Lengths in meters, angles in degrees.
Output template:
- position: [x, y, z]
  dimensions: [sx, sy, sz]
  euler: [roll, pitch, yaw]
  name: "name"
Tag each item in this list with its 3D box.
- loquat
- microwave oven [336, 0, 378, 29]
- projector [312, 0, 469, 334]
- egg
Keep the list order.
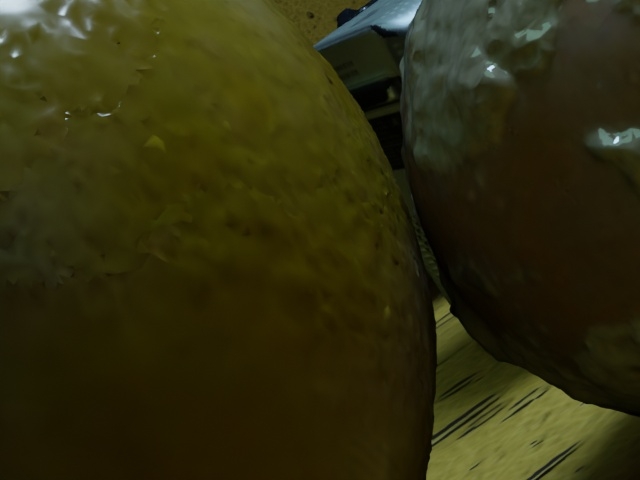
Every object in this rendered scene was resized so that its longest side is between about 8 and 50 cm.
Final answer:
- position: [-0.103, 0.060, 0.616]
  dimensions: [0.328, 0.359, 0.328]
  euler: [-20, 57, 34]
  name: "loquat"
- position: [0.146, -0.132, 1.113]
  dimensions: [0.247, 0.188, 0.178]
  euler: [-32, 8, 8]
  name: "microwave oven"
- position: [0.136, -0.085, 0.910]
  dimensions: [0.242, 0.177, 0.163]
  euler: [-35, 9, -16]
  name: "projector"
- position: [0.124, -0.041, 0.602]
  dimensions: [0.203, 0.203, 0.245]
  euler: [-33, 2, 2]
  name: "egg"
